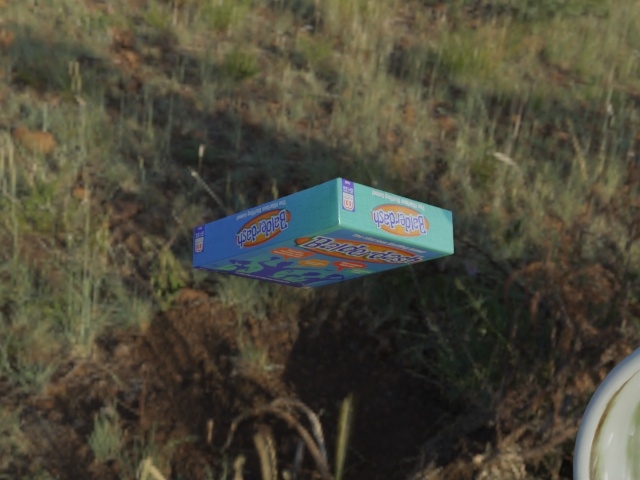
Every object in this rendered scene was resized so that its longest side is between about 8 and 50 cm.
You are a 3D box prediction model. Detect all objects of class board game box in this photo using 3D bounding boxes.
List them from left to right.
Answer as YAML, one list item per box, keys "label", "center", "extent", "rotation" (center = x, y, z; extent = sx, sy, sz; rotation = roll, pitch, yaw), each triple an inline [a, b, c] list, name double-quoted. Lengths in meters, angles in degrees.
- label: "board game box"
  center: [0.000, 0.000, 0.907]
  extent: [0.160, 0.047, 0.210]
  rotation: [13, -21, -42]

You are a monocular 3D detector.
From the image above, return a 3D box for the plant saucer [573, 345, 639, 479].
- label: "plant saucer"
  center: [0.481, 0.270, 0.991]
  extent: [0.400, 0.401, 0.100]
  rotation: [21, 21, 31]
